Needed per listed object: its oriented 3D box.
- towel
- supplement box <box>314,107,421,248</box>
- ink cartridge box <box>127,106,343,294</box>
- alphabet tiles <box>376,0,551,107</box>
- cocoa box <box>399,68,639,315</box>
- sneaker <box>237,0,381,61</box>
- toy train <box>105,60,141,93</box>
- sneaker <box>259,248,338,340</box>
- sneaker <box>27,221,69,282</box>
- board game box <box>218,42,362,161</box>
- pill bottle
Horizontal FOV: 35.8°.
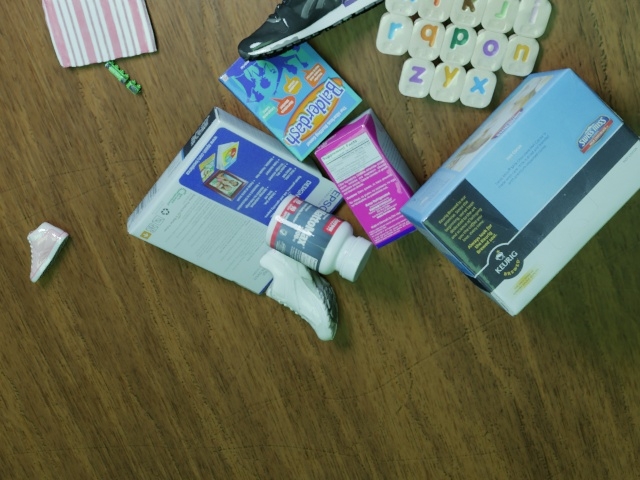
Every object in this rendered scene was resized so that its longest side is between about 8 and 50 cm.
[{"bbox_3d":[-0.410,-0.405,1.836,0.197,0.029,0.144,-8,111,11],"label":"towel"},{"bbox_3d":[0.100,-0.115,1.820,0.114,0.111,0.220,-27,105,20],"label":"supplement box"},{"bbox_3d":[-0.157,-0.068,1.891,0.307,0.072,0.303,26,118,-31],"label":"ink cartridge box"},{"bbox_3d":[0.244,-0.370,1.697,0.284,0.021,0.278,8,118,-8],"label":"alphabet tiles"},{"bbox_3d":[0.341,-0.088,1.666,0.228,0.231,0.347,43,92,-8],"label":"cocoa box"},{"bbox_3d":[-0.030,-0.409,1.698,0.283,0.107,0.124,-29,98,-9],"label":"sneaker"},{"bbox_3d":[-0.374,-0.308,1.871,0.083,0.023,0.017,41,114,-9],"label":"toy train"},{"bbox_3d":[-0.044,0.103,1.952,0.115,0.090,0.232,-19,110,19],"label":"sneaker"},{"bbox_3d":[-0.578,0.020,2.037,0.070,0.051,0.134,35,111,-4],"label":"sneaker"},{"bbox_3d":[-0.054,-0.271,1.784,0.210,0.047,0.160,44,89,-11],"label":"board game box"},{"bbox_3d":[0.000,0.000,1.819,0.180,0.108,0.108,27,116,11],"label":"pill bottle"}]
